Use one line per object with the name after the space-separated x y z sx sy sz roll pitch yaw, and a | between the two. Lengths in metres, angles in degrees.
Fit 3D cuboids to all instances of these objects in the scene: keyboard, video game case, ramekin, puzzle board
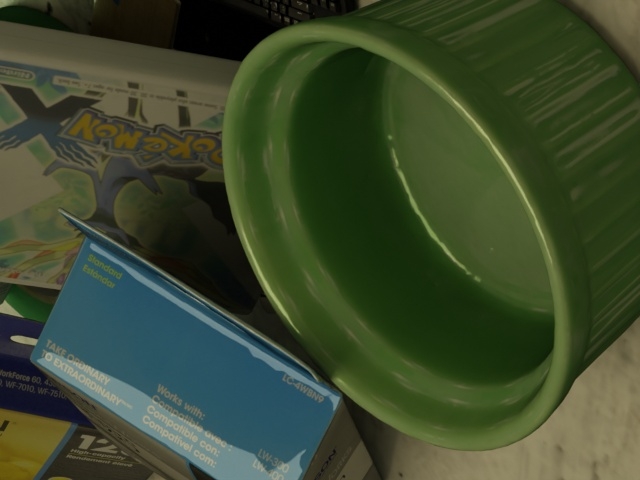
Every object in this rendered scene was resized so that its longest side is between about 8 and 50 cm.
-0.044 -0.207 1.242 0.180 0.023 0.108 25 134 38 | keyboard
-0.176 -0.049 1.314 0.300 0.329 0.036 117 156 -52 | video game case
0.089 -0.027 1.103 0.303 0.148 0.303 32 138 34 | ramekin
-0.158 -0.183 1.414 0.096 0.011 0.128 44 143 22 | puzzle board

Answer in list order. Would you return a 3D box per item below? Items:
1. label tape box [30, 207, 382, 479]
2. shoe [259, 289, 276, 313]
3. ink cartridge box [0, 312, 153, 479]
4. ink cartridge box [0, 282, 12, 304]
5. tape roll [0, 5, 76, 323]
-0.095 0.133 1.335 0.249 0.115 0.347 30 167 19 | label tape box
0.000 0.000 1.317 0.178 0.063 0.081 -23 96 50 | shoe
-0.297 0.173 1.646 0.307 0.304 0.072 131 148 -56 | ink cartridge box
-0.369 -0.055 1.543 0.211 0.121 0.289 50 145 10 | ink cartridge box
-0.268 -0.061 1.589 0.321 0.077 0.321 32 139 33 | tape roll
